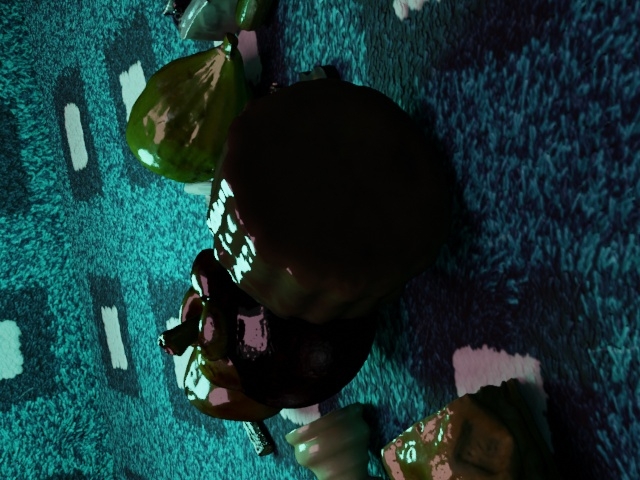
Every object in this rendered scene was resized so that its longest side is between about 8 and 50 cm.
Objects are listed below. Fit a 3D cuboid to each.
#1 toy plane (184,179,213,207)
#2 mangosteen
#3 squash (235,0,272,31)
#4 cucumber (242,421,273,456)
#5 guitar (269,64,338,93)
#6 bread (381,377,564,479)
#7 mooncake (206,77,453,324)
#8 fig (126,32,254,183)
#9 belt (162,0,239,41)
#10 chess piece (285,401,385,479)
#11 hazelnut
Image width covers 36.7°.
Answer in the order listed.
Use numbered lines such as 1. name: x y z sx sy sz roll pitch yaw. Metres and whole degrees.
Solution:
1. toy plane: -0.227 -0.108 2.003 0.226 0.058 0.226 11 111 65
2. mangosteen: -0.066 0.105 1.511 0.313 0.297 0.297 38 158 -16
3. squash: -0.099 -0.446 1.612 0.066 0.066 0.229 62 150 28
4. cucumber: -0.148 0.394 2.085 0.039 0.043 0.163 43 -168 -51
5. guitar: -0.032 -0.247 1.606 0.233 0.025 0.088 19 118 60
6. bread: 0.207 0.314 1.206 0.196 0.238 0.252 -30 73 19
7. mooncake: 0.005 -0.049 1.308 0.324 0.324 0.187 68 156 18
8. fig: -0.220 -0.226 1.765 0.314 0.233 0.233 -10 92 58
9. belt: -0.204 -0.454 1.743 0.230 0.126 0.140 -35 68 60
10. chess piece: 0.053 0.412 1.606 0.251 0.144 0.144 66 151 13
11. hazelnut: -0.161 0.256 1.865 0.251 0.217 0.217 32 128 56
